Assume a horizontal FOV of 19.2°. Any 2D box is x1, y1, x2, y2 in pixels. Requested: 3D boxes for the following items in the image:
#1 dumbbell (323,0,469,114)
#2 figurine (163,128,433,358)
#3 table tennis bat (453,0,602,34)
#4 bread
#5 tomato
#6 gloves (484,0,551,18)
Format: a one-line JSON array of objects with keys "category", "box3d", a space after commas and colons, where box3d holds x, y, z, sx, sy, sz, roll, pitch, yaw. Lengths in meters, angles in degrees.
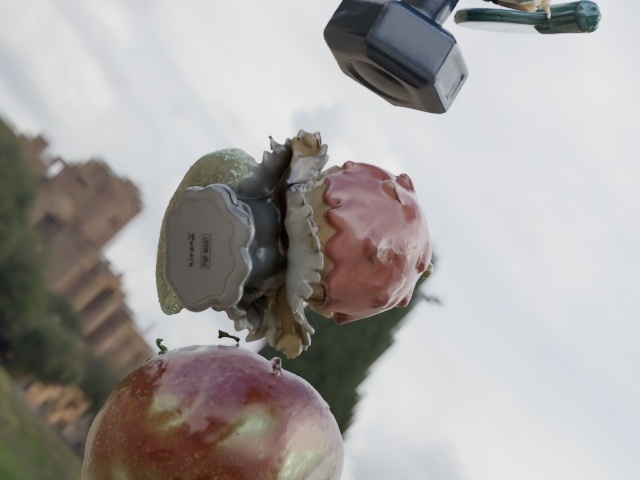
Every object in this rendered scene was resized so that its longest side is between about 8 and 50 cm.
[{"category": "dumbbell", "box3d": [0.138, -0.294, 1.991, 0.144, 0.316, 0.156, 39, -14, -36]}, {"category": "figurine", "box3d": [0.000, 0.000, 1.770, 0.166, 0.207, 0.387, 2, 3, 31]}, {"category": "table tennis bat", "box3d": [0.224, -0.231, 1.994, 0.124, 0.033, 0.201, 3, 1, -30]}, {"category": "bread", "box3d": [-0.120, -0.028, 1.853, 0.036, 0.193, 0.112, 14, 42, -32]}, {"category": "tomato", "box3d": [-0.128, 0.268, 2.191, 0.304, 0.239, 0.303, 16, -42, 16]}, {"category": "gloves", "box3d": [0.108, -0.192, 1.201, 0.153, 0.070, 0.114, 9, -8, -29]}]
